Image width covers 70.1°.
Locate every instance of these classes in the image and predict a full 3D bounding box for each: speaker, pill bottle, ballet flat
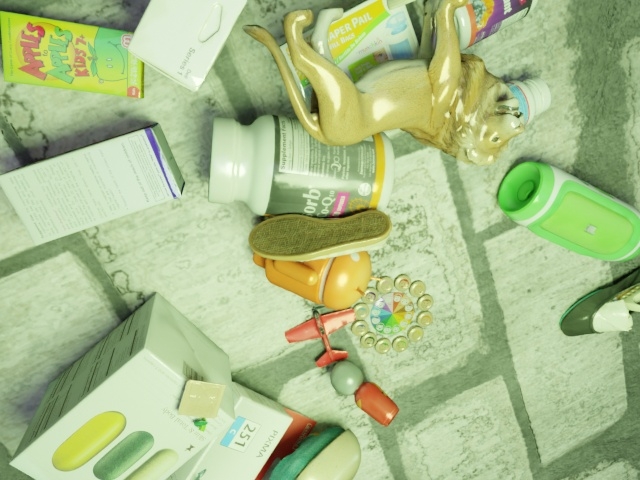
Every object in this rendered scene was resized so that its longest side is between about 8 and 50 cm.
[{"bbox_3d":[0.505,-0.053,0.909,0.296,0.131,0.131,20,102,-19],"label":"speaker"},{"bbox_3d":[0.284,-0.400,0.748,0.193,0.108,0.108,-29,112,-3],"label":"pill bottle"},{"bbox_3d":[-0.035,-0.114,0.736,0.278,0.162,0.162,3,107,-14],"label":"pill bottle"},{"bbox_3d":[0.685,0.143,1.033,0.280,0.096,0.095,-33,113,-1],"label":"ballet flat"},{"bbox_3d":[0.325,-0.234,0.825,0.160,0.087,0.087,-24,112,-5],"label":"pill bottle"}]

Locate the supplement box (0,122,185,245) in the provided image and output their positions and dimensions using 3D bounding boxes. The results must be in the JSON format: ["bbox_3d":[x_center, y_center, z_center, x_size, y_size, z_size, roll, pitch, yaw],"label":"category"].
[{"bbox_3d":[-0.336,-0.091,0.697,0.220,0.111,0.114,-21,111,-7],"label":"supplement box"}]

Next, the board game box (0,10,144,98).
[{"bbox_3d":[-0.356,-0.268,0.670,0.181,0.043,0.092,3,107,-15],"label":"board game box"}]

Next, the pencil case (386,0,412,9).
[{"bbox_3d":[0.170,-0.442,0.588,0.410,0.159,0.184,-40,126,-33],"label":"pencil case"}]

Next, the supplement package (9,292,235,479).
[{"bbox_3d":[-0.313,0.274,0.776,0.262,0.198,0.199,-40,113,1],"label":"supplement package"}]

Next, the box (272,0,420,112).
[{"bbox_3d":[0.037,-0.296,0.724,0.203,0.103,0.114,-30,113,-3],"label":"box"}]

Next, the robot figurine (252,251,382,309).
[{"bbox_3d":[-0.006,0.039,0.786,0.128,0.219,0.158,-60,158,-22],"label":"robot figurine"}]

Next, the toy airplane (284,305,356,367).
[{"bbox_3d":[0.006,0.196,0.919,0.151,0.028,0.151,-4,112,-9],"label":"toy airplane"}]

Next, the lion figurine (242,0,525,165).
[{"bbox_3d":[0.100,-0.207,0.650,0.392,0.142,0.240,-9,116,-8],"label":"lion figurine"}]

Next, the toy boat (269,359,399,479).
[{"bbox_3d":[0.016,0.400,0.908,0.148,0.267,0.318,36,98,24],"label":"toy boat"}]

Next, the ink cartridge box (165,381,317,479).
[{"bbox_3d":[-0.153,0.454,0.883,0.261,0.066,0.296,39,82,-35],"label":"ink cartridge box"}]

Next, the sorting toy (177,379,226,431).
[{"bbox_3d":[-0.183,0.251,0.689,0.062,0.012,0.083,15,98,-26],"label":"sorting toy"}]

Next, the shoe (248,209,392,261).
[{"bbox_3d":[0.000,0.000,0.703,0.219,0.077,0.058,-5,154,2],"label":"shoe"}]

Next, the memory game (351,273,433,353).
[{"bbox_3d":[0.153,0.156,0.952,0.186,0.012,0.186,-4,109,-12],"label":"memory game"}]

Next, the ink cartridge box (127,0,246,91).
[{"bbox_3d":[-0.168,-0.293,0.612,0.092,0.219,0.160,28,99,-21],"label":"ink cartridge box"}]
